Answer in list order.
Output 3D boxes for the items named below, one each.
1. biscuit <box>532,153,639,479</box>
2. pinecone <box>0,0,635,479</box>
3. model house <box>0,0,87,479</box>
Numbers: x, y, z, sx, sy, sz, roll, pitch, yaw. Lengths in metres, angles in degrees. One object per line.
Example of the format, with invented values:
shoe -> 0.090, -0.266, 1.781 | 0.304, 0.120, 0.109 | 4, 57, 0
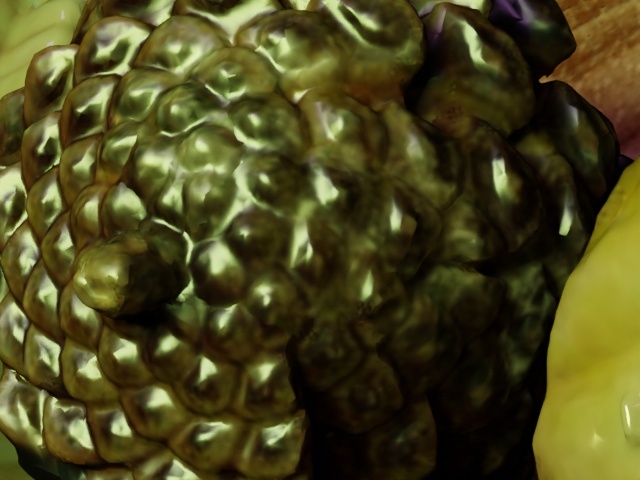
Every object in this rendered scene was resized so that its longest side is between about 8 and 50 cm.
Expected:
biscuit -> 0.199, 0.075, 0.532 | 0.296, 0.102, 0.296 | -5, 84, 53
pinecone -> 0.000, 0.000, 0.718 | 0.242, 0.296, 0.298 | 6, 95, 59
model house -> -0.272, -0.094, 0.941 | 0.395, 0.445, 0.400 | -14, 51, 40
